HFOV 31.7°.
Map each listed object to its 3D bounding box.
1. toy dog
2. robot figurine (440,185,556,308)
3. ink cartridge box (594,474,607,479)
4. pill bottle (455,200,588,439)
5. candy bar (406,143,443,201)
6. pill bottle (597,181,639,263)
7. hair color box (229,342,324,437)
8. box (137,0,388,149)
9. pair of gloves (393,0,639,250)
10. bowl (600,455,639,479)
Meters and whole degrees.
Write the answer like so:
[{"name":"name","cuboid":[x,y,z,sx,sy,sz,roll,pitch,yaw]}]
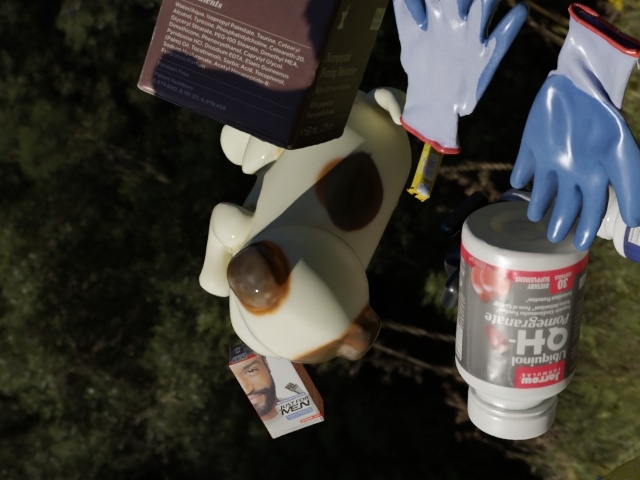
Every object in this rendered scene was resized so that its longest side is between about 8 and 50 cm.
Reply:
[{"name":"toy dog","cuboid":[0.000,0.000,1.633,0.395,0.284,0.407,-26,36,39]},{"name":"robot figurine","cuboid":[0.334,0.026,2.006,0.278,0.209,0.174,-45,25,-18]},{"name":"ink cartridge box","cuboid":[0.362,0.472,1.543,0.168,0.171,0.232,112,139,-60]},{"name":"pill bottle","cuboid":[0.284,0.119,1.618,0.176,0.176,0.318,-120,26,-60]},{"name":"candy bar","cuboid":[0.152,-0.131,1.491,0.018,0.040,0.161,13,84,50]},{"name":"pill bottle","cuboid":[0.446,-0.017,1.462,0.187,0.112,0.112,27,94,36]},{"name":"hair color box","cuboid":[-0.068,0.228,1.782,0.093,0.167,0.053,-22,30,10]},{"name":"box","cuboid":[-0.044,-0.214,1.081,0.203,0.167,0.168,-70,-14,16]},{"name":"pair of gloves","cuboid":[0.114,-0.085,0.646,0.198,0.023,0.159,39,146,28]},{"name":"bowl","cuboid":[0.421,0.331,1.266,0.289,0.290,0.156,-103,5,-52]}]
